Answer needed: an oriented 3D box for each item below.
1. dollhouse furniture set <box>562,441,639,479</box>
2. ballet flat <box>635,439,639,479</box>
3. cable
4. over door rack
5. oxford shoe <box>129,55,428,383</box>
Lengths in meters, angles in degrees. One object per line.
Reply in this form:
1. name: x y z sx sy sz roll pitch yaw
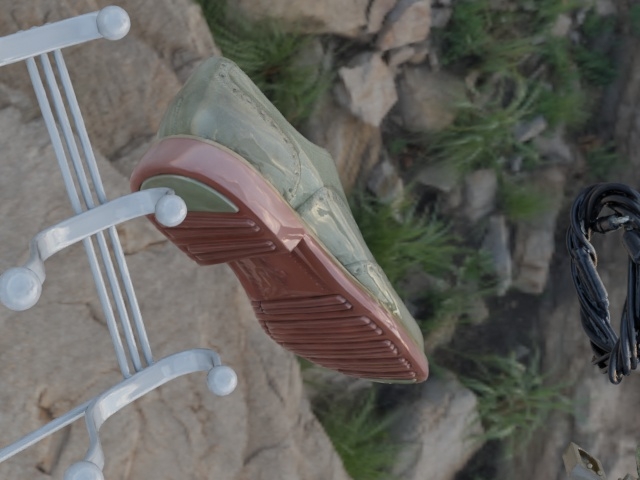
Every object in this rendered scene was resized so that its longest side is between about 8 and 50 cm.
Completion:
1. dollhouse furniture set: 0.440 0.306 1.513 0.151 0.144 0.123 34 98 5
2. ballet flat: 0.502 0.173 1.264 0.348 0.123 0.123 -45 116 -4
3. cable: 0.253 0.039 0.951 0.047 0.151 0.184 -13 140 -11
4. over door rack: -0.206 0.034 0.541 0.324 0.108 0.240 -23 108 -29
5. oxford shoe: 0.000 0.000 0.951 0.397 0.140 0.147 51 46 -45
